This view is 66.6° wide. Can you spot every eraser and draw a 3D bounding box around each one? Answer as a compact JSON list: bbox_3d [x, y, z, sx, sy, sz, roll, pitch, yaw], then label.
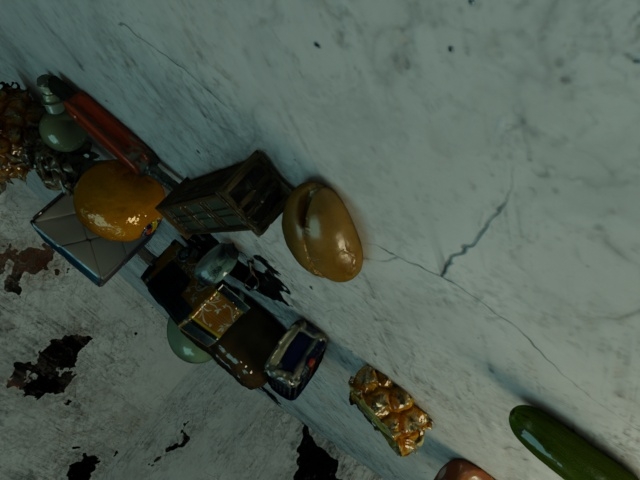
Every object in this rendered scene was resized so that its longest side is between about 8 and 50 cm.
[{"bbox_3d":[-0.066,0.323,1.259,0.102,0.155,0.332,32,157,12],"label":"eraser"}]

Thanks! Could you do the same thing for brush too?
[{"bbox_3d":[-0.391,-0.192,0.926,0.323,0.051,0.070,39,155,-1],"label":"brush"}]

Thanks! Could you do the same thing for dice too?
[{"bbox_3d":[0.376,0.683,1.238,0.175,0.179,0.174,34,157,6],"label":"dice"}]

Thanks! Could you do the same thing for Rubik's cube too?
[{"bbox_3d":[-0.607,-0.030,1.336,0.231,0.221,0.225,43,156,-9],"label":"Rubik's cube"}]

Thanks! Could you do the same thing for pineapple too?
[{"bbox_3d":[-0.628,-0.189,1.117,0.272,0.262,0.262,26,157,0],"label":"pineapple"},{"bbox_3d":[0.150,0.390,1.149,0.236,0.114,0.186,51,157,-2],"label":"pineapple"}]

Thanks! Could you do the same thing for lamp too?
[{"bbox_3d":[-0.537,-0.262,0.995,0.091,0.091,0.163,30,139,21],"label":"lamp"},{"bbox_3d":[-0.166,-0.061,0.784,0.090,0.089,0.325,49,156,-22],"label":"lamp"}]

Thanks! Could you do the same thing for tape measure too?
[{"bbox_3d":[-0.194,0.087,1.080,0.104,0.107,0.179,10,144,45],"label":"tape measure"}]

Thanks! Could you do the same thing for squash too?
[{"bbox_3d":[0.385,0.328,0.705,0.252,0.066,0.066,34,157,8],"label":"squash"}]

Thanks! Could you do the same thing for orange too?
[{"bbox_3d":[-0.406,-0.083,0.997,0.178,0.177,0.155,39,144,-1],"label":"orange"}]

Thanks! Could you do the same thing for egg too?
[{"bbox_3d":[-0.422,0.303,1.671,0.203,0.203,0.282,54,179,-31],"label":"egg"}]

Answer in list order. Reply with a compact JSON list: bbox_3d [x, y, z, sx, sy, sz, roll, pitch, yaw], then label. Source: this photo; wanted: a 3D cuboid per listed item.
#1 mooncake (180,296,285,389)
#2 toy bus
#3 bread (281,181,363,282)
[{"bbox_3d":[-0.249,0.289,1.439,0.324,0.187,0.324,34,159,16],"label":"mooncake"},{"bbox_3d":[-0.325,0.126,1.238,0.275,0.167,0.138,35,168,43],"label":"toy bus"},{"bbox_3d":[0.000,0.000,0.669,0.114,0.077,0.189,30,159,31],"label":"bread"}]
